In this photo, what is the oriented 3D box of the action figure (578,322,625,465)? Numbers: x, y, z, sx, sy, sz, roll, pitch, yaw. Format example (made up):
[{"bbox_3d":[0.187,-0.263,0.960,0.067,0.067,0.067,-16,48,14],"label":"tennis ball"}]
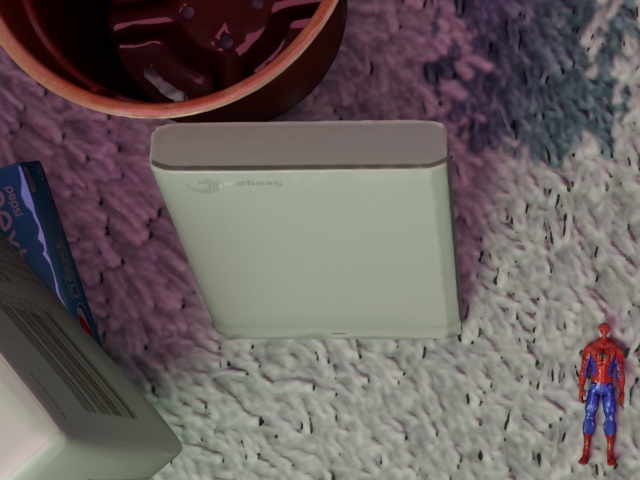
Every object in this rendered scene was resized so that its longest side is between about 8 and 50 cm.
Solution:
[{"bbox_3d":[0.227,0.124,1.531,0.038,0.030,0.115,2,93,11],"label":"action figure"}]

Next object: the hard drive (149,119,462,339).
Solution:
[{"bbox_3d":[0.000,0.000,1.415,0.203,0.307,0.040,0,66,6],"label":"hard drive"}]

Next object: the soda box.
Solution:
[{"bbox_3d":[-0.237,0.044,1.554,0.071,0.067,0.210,-18,91,7],"label":"soda box"}]

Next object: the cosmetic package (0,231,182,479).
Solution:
[{"bbox_3d":[-0.374,0.156,1.343,0.393,0.329,0.327,-43,79,1],"label":"cosmetic package"}]

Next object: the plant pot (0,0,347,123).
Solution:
[{"bbox_3d":[-0.093,-0.200,1.406,0.272,0.265,0.272,-1,83,7],"label":"plant pot"}]
